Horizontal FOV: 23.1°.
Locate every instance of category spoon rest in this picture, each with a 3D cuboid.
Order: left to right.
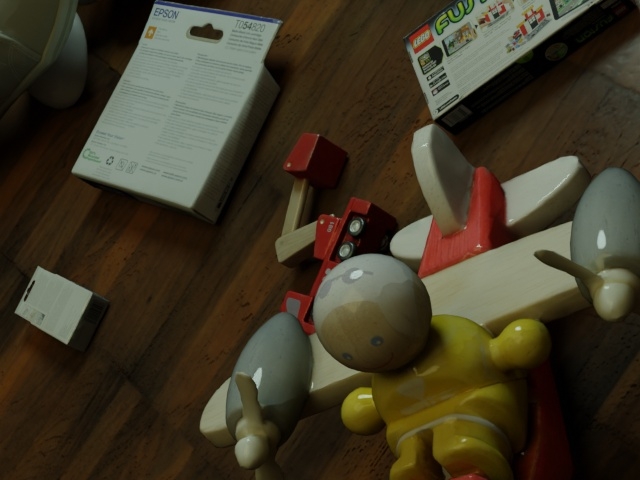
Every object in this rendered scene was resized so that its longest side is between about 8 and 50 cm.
[{"bbox_3d":[-0.367,-0.239,1.911,0.276,0.084,0.137,15,111,41],"label":"spoon rest"}]

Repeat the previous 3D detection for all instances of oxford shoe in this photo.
[{"bbox_3d":[-0.405,-0.232,1.799,0.449,0.130,0.169,-46,68,42],"label":"oxford shoe"}]

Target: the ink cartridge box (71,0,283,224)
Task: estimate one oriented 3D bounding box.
[{"bbox_3d":[-0.147,-0.143,1.692,0.223,0.045,0.224,18,79,45],"label":"ink cartridge box"}]

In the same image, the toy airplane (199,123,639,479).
[{"bbox_3d":[0.098,0.064,1.197,0.384,0.272,0.386,31,90,47],"label":"toy airplane"}]

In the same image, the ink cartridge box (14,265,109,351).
[{"bbox_3d":[-0.284,0.074,1.710,0.115,0.029,0.063,22,84,47],"label":"ink cartridge box"}]

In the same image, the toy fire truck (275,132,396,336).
[{"bbox_3d":[0.000,0.000,1.482,0.135,0.047,0.192,16,80,46],"label":"toy fire truck"}]

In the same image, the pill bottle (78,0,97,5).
[{"bbox_3d":[-0.209,-0.352,1.806,0.221,0.124,0.124,-21,55,33],"label":"pill bottle"}]

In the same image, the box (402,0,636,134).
[{"bbox_3d":[0.179,-0.200,1.438,0.207,0.036,0.114,-35,49,23],"label":"box"}]
